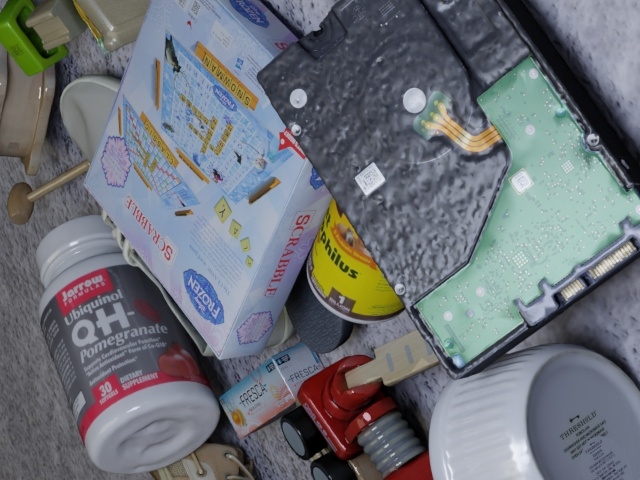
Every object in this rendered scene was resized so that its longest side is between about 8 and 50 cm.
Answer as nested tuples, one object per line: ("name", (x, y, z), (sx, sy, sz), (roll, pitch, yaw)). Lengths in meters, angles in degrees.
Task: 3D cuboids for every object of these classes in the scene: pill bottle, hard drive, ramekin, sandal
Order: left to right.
("pill bottle", (-0.263, 0.128, 2.114), (0.318, 0.176, 0.176), (63, 152, 32))
("sandal", (0.000, -0.001, 1.790), (0.097, 0.054, 0.254), (3, 104, 48))
("pill bottle", (0.065, -0.019, 1.606), (0.117, 0.117, 0.215), (51, 146, 22))
("hard drive", (0.122, -0.081, 1.425), (0.237, 0.064, 0.339), (-40, 74, 24))
("ramekin", (0.210, 0.189, 1.463), (0.109, 0.207, 0.207), (-31, 85, 48))

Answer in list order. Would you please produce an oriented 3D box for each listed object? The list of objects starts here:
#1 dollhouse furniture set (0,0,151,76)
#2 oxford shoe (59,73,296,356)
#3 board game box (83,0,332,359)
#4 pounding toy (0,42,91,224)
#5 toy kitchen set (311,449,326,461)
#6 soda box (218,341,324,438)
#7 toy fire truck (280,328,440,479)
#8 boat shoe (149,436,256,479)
("dollhouse furniture set", (-0.269, -0.340, 1.932), (0.301, 0.151, 0.197), (-14, 121, 41))
("oxford shoe", (-0.198, -0.034, 1.973), (0.449, 0.130, 0.169), (50, 145, 23))
("board game box", (-0.112, -0.095, 1.751), (0.319, 0.066, 0.318), (49, 127, 35))
("pounding toy", (-0.388, -0.167, 2.225), (0.154, 0.155, 0.269), (-106, 27, -46))
("toy kitchen set", (0.010, 0.258, 1.928), (0.075, 0.068, 0.083), (58, 148, 11))
("soda box", (-0.058, 0.183, 1.987), (0.063, 0.058, 0.183), (61, 148, 7))
("toy fire truck", (0.088, 0.198, 1.724), (0.217, 0.158, 0.246), (55, 158, 16))
("boat shoe", (-0.146, 0.311, 2.138), (0.341, 0.110, 0.121), (45, 176, 35))
